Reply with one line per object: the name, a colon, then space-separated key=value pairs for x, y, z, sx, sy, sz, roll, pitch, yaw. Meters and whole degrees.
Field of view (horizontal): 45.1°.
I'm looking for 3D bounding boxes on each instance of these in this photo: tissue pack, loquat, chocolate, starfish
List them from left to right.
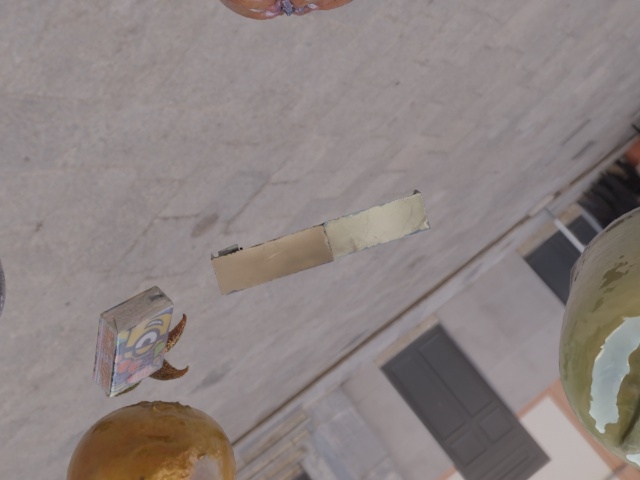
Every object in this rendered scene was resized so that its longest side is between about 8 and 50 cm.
tissue pack: x=-0.284 y=0.153 z=1.167 sx=0.109 sy=0.060 sz=0.148 roll=-29 pitch=148 yaw=-43
starfish: x=-0.367 y=0.248 z=1.648 sx=0.043 sy=0.241 sz=0.227 roll=52 pitch=57 yaw=-47
loquat: x=-0.317 y=0.460 z=1.459 sx=0.328 sy=0.328 sz=0.328 roll=-36 pitch=164 yaw=-12
chocolate: x=0.435 y=0.142 z=0.919 sx=0.297 sy=0.314 sz=0.326 roll=-49 pitch=134 yaw=-46

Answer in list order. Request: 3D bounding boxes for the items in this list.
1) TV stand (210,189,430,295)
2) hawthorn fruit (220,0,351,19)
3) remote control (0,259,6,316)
TV stand: x=0.000 y=0.000 z=0.910 sx=0.257 sy=0.048 sz=0.040 roll=-18 pitch=-166 yaw=-3
hawthorn fruit: x=-0.082 y=-0.749 z=1.802 sx=0.472 sy=0.471 sz=0.471 roll=-36 pitch=164 yaw=-12
remote control: x=-0.788 y=0.058 z=1.740 sx=0.104 sy=0.332 sz=0.221 roll=-5 pitch=-156 yaw=-3
